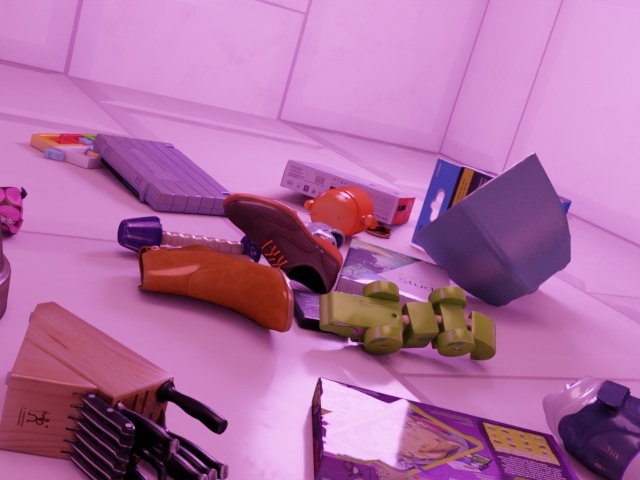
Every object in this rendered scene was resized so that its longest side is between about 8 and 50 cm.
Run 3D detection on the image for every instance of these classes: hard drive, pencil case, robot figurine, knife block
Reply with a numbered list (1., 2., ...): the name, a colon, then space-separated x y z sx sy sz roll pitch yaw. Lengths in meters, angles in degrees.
1. hard drive: -0.006 0.126 1.458 0.094 0.022 0.135 12 15 -18
2. pencil case: -0.605 -0.059 1.363 0.209 0.095 0.098 5 34 -32
3. robot figurine: 0.056 -0.070 2.043 0.158 0.128 0.219 53 24 10
4. knife block: -0.221 0.177 0.909 0.242 0.088 0.276 13 15 -15

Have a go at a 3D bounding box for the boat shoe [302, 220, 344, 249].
1. boat shoe: 0.000 0.001 1.815 0.081 0.079 0.227 16 11 16

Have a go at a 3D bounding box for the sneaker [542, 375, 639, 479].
1. sneaker: 0.492 0.272 1.248 0.322 0.130 0.236 0 26 -34

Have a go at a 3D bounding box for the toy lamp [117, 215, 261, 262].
1. toy lamp: -0.245 0.001 1.549 0.274 0.080 0.080 7 18 -31

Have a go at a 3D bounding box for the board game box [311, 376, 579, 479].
1. board game box: 0.160 0.277 1.045 0.346 0.056 0.208 15 11 -5

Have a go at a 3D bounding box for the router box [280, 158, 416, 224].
1. router box: 0.090 -0.141 2.367 0.335 0.082 0.301 20 8 14

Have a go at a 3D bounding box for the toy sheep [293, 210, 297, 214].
1. toy sheep: -0.085 -0.027 1.816 0.132 0.091 0.091 14 14 -32

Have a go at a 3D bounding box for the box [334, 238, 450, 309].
1. box: 0.157 0.088 1.710 0.232 0.058 0.322 17 14 2

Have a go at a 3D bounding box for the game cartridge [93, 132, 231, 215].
1. game cartridge: -0.384 -0.159 1.987 0.230 0.068 0.355 -2 29 -40

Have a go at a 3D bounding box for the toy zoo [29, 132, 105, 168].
1. toy zoo: -0.606 -0.233 2.112 0.192 0.030 0.293 23 16 21

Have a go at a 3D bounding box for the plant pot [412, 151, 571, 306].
1. plant pot: 0.412 -0.001 1.837 0.248 0.247 0.252 -32 84 -26

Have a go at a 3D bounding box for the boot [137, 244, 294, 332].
1. boot: -0.182 0.076 1.332 0.211 0.104 0.295 3 14 -26

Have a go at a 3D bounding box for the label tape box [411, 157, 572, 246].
1. label tape box: 0.440 -0.046 2.134 0.347 0.249 0.115 24 16 26

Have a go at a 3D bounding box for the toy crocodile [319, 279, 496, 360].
1. toy crocodile: 0.156 0.147 1.413 0.340 0.105 0.115 6 54 -18

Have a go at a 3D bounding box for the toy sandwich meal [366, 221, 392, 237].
1. toy sandwich meal: 0.155 -0.034 2.210 0.085 0.029 0.085 15 15 -4

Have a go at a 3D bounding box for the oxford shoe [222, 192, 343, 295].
1. oxford shoe: -0.073 0.008 1.553 0.271 0.097 0.098 33 45 -17

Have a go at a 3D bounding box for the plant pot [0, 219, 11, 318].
1. plant pot: -0.544 -0.058 1.046 0.323 0.280 0.323 16 14 -4
